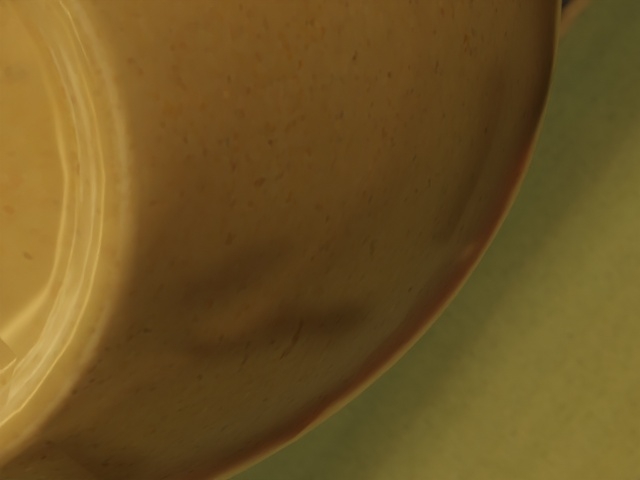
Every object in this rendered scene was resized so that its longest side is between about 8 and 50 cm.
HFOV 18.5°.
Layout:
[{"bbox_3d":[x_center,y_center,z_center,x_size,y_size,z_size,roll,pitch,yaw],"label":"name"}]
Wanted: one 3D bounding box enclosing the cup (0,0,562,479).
[{"bbox_3d":[-0.104,-0.047,0.533,0.331,0.331,0.237,-33,10,17],"label":"cup"}]
